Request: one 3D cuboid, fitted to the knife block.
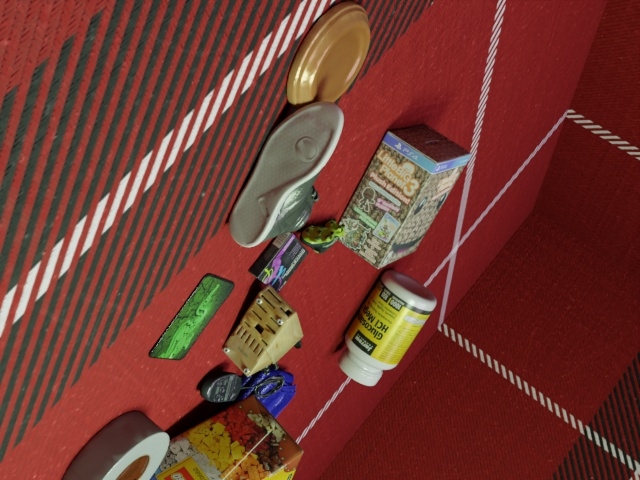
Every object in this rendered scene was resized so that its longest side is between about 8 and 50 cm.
[{"bbox_3d":[-0.090,0.192,1.868,0.242,0.088,0.275,-24,153,-54],"label":"knife block"}]

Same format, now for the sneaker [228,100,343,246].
[{"bbox_3d":[-0.040,-0.120,1.467,0.295,0.104,0.147,-54,165,22],"label":"sneaker"}]

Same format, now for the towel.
[{"bbox_3d":[-0.165,0.428,2.161,0.227,0.076,0.308,-54,162,-4],"label":"towel"}]

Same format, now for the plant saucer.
[{"bbox_3d":[0.021,-0.297,1.394,0.200,0.037,0.200,-46,161,-22],"label":"plant saucer"}]

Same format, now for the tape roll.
[{"bbox_3d":[-0.393,0.436,1.622,0.219,0.072,0.219,-46,161,-21],"label":"tape roll"}]

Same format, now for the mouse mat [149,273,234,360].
[{"bbox_3d":[-0.239,0.148,1.594,0.189,0.007,0.152,-54,162,1],"label":"mouse mat"}]

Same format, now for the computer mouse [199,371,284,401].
[{"bbox_3d":[-0.178,0.326,1.911,0.242,0.041,0.071,8,103,-47],"label":"computer mouse"}]

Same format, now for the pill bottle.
[{"bbox_3d":[0.194,0.272,2.586,0.333,0.188,0.188,-60,161,15],"label":"pill bottle"}]

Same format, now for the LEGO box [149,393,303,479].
[{"bbox_3d":[-0.286,0.646,1.971,0.373,0.193,0.500,-23,146,-38],"label":"LEGO box"}]

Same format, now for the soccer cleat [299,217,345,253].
[{"bbox_3d":[0.000,0.000,1.834,0.072,0.060,0.179,-60,164,21],"label":"soccer cleat"}]

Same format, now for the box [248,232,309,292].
[{"bbox_3d":[-0.083,0.044,1.754,0.116,0.029,0.162,-53,163,-4],"label":"box"}]

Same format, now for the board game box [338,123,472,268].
[{"bbox_3d":[0.193,-0.108,1.982,0.232,0.141,0.291,-21,143,-59],"label":"board game box"}]
